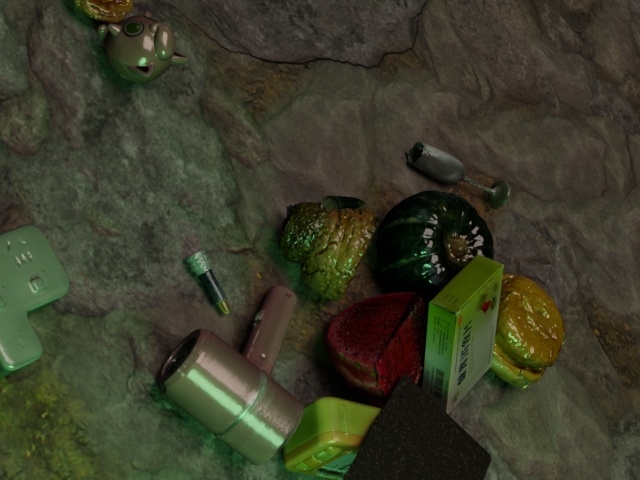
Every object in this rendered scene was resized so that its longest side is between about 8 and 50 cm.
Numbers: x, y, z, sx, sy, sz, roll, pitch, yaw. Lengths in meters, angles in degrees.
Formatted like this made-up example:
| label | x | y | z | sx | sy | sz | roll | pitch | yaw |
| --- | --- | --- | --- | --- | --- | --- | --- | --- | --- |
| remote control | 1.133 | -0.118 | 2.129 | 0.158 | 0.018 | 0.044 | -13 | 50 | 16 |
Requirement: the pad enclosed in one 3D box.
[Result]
| label | x | y | z | sx | sy | sz | roll | pitch | yaw |
| --- | --- | --- | --- | --- | --- | --- | --- | --- | --- |
| pad | 0.165 | 0.372 | 1.797 | 0.220 | 0.004 | 0.330 | 44 | 32 | -1 |

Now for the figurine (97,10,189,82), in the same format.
| label | x | y | z | sx | sy | sz | roll | pitch | yaw |
| --- | --- | --- | --- | --- | --- | --- | --- | --- | --- |
| figurine | -0.311 | -0.334 | 1.919 | 0.138 | 0.125 | 0.125 | 35 | 39 | 19 |

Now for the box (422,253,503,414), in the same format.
| label | x | y | z | sx | sy | sz | roll | pitch | yaw |
| --- | --- | --- | --- | --- | --- | --- | --- | --- | --- |
| box | 0.263 | 0.177 | 2.061 | 0.062 | 0.261 | 0.175 | 25 | 44 | 28 |

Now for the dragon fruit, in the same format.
| label | x | y | z | sx | sy | sz | roll | pitch | yaw |
| --- | --- | --- | --- | --- | --- | --- | --- | --- | --- |
| dragon fruit | 0.102 | 0.192 | 1.988 | 0.189 | 0.163 | 0.262 | 29 | 39 | 11 |

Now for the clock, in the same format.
| label | x | y | z | sx | sy | sz | roll | pitch | yaw |
| --- | --- | --- | --- | --- | --- | --- | --- | --- | --- |
| clock | 0.047 | 0.338 | 1.845 | 0.202 | 0.143 | 0.096 | 18 | 48 | -34 |

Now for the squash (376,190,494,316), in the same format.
| label | x | y | z | sx | sy | sz | roll | pitch | yaw |
| --- | --- | --- | --- | --- | --- | --- | --- | --- | --- |
| squash | 0.226 | 0.027 | 2.170 | 0.252 | 0.165 | 0.252 | 20 | 57 | -34 |

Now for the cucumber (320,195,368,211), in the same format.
| label | x | y | z | sx | sy | sz | roll | pitch | yaw |
| --- | --- | --- | --- | --- | --- | --- | --- | --- | --- |
| cucumber | 0.050 | -0.064 | 2.151 | 0.105 | 0.048 | 0.048 | -2 | 68 | -46 |

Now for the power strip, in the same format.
| label | x | y | z | sx | sy | sz | roll | pitch | yaw |
| --- | --- | --- | --- | --- | --- | --- | --- | --- | --- |
| power strip | -0.470 | 0.097 | 1.574 | 0.265 | 0.059 | 0.194 | -27 | 86 | -48 |

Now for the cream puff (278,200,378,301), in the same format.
| label | x | y | z | sx | sy | sz | roll | pitch | yaw |
| --- | --- | --- | --- | --- | --- | --- | --- | --- | --- |
| cream puff | 0.000 | 0.000 | 2.007 | 0.169 | 0.183 | 0.183 | 25 | 47 | 3 |

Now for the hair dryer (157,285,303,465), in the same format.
| label | x | y | z | sx | sy | sz | roll | pitch | yaw |
| --- | --- | --- | --- | --- | --- | --- | --- | --- | --- |
| hair dryer | -0.120 | 0.176 | 1.827 | 0.210 | 0.125 | 0.352 | 41 | 36 | -16 |

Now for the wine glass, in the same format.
| label | x | y | z | sx | sy | sz | roll | pitch | yaw |
| --- | --- | --- | --- | --- | --- | --- | --- | --- | --- |
| wine glass | 0.295 | -0.146 | 2.407 | 0.262 | 0.074 | 0.074 | 23 | 53 | -30 |

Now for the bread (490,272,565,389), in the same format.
| label | x | y | z | sx | sy | sz | roll | pitch | yaw |
| --- | --- | --- | --- | --- | --- | --- | --- | --- | --- |
| bread | 0.403 | 0.177 | 2.279 | 0.198 | 0.120 | 0.236 | 41 | 45 | -14 |

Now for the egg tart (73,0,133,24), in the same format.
| label | x | y | z | sx | sy | sz | roll | pitch | yaw |
| --- | --- | --- | --- | --- | --- | --- | --- | --- | --- |
| egg tart | -0.391 | -0.429 | 1.954 | 0.130 | 0.052 | 0.130 | 23 | 51 | -32 |

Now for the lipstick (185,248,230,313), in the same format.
| label | x | y | z | sx | sy | sz | roll | pitch | yaw |
| --- | --- | --- | --- | --- | --- | --- | --- | --- | --- |
| lipstick | -0.186 | 0.073 | 1.869 | 0.037 | 0.037 | 0.116 | -33 | 96 | -47 |
